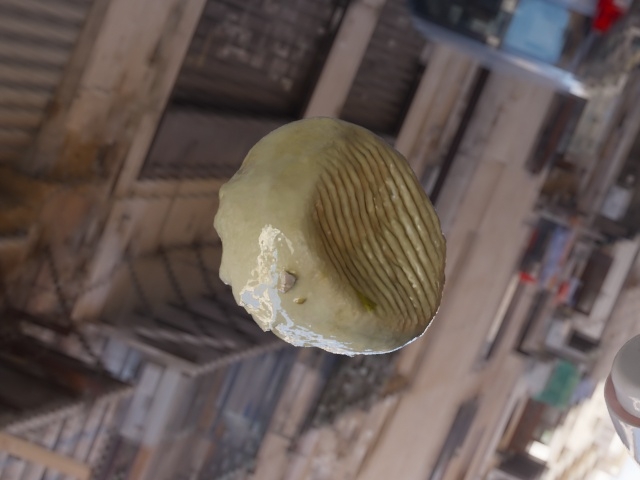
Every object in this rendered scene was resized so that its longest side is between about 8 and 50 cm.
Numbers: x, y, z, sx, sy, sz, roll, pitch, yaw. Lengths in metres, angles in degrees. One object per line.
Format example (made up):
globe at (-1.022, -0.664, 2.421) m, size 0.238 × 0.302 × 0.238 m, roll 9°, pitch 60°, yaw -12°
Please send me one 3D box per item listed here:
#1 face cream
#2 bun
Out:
face cream at (0.238, 0.112, 1.076) m, size 0.091 × 0.091 × 0.095 m, roll 31°, pitch 148°, yaw 50°
bun at (0.000, 0.000, 1.643) m, size 0.259 × 0.259 × 0.160 m, roll 15°, pitch 158°, yaw -42°
